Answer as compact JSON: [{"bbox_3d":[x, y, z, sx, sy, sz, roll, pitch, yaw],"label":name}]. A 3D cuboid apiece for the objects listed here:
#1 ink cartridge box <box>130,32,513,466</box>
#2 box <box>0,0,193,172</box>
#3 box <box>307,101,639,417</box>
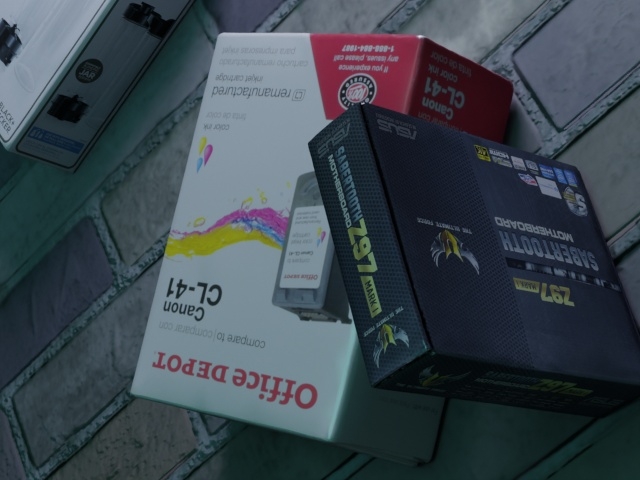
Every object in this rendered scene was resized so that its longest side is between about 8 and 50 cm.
[{"bbox_3d":[0.000,0.000,1.194,0.226,0.131,0.306,7,80,41],"label":"ink cartridge box"},{"bbox_3d":[-0.225,-0.231,1.483,0.290,0.087,0.169,-54,50,15],"label":"box"},{"bbox_3d":[0.110,0.018,1.025,0.059,0.233,0.183,-37,55,38],"label":"box"}]
